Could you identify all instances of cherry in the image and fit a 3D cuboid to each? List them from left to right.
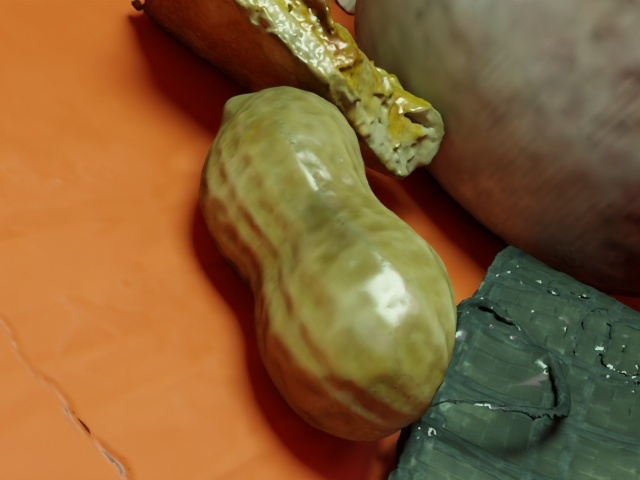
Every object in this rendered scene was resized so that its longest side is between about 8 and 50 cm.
[{"bbox_3d":[0.176,-0.144,0.638,0.291,0.335,0.326,-24,40,-39],"label":"cherry"}]

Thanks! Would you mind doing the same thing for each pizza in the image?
[{"bbox_3d":[-0.028,-0.114,0.561,0.182,0.062,0.161,35,-5,29],"label":"pizza"}]

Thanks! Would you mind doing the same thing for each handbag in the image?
[{"bbox_3d":[0.118,0.099,0.474,0.175,0.088,0.270,31,30,6],"label":"handbag"}]

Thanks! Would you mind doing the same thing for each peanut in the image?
[{"bbox_3d":[0.001,0.001,0.474,0.089,0.089,0.193,11,40,-37],"label":"peanut"}]

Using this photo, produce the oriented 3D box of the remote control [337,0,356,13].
[{"bbox_3d":[0.110,-0.229,0.876,0.055,0.103,0.277,50,32,15],"label":"remote control"}]
